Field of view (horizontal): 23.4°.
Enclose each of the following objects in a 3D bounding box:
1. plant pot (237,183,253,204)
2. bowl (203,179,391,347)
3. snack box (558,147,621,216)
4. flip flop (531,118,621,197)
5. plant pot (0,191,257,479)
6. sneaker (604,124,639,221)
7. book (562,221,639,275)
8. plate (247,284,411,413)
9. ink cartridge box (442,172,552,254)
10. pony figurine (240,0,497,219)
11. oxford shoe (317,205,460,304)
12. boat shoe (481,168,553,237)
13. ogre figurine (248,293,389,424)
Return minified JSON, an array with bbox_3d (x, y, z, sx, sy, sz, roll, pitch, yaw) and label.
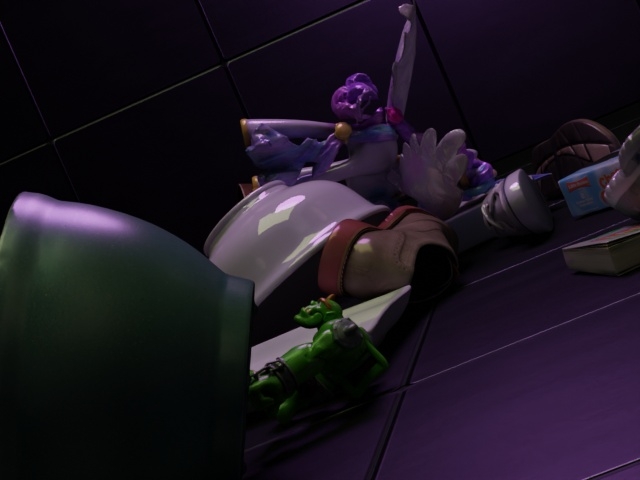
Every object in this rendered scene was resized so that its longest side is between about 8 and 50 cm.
[{"bbox_3d":[0.000,0.000,2.429,0.230,0.215,0.215,-9,2,-8],"label":"plant pot"},{"bbox_3d":[-0.058,0.017,2.020,0.298,0.134,0.298,-41,-13,-11],"label":"bowl"},{"bbox_3d":[0.485,-0.119,1.988,0.187,0.060,0.322,-26,4,-41],"label":"snack box"},{"bbox_3d":[0.400,-0.121,2.345,0.080,0.112,0.277,-9,-5,-12],"label":"flip flop"},{"bbox_3d":[-0.153,0.112,1.251,0.196,0.293,0.293,3,4,-1],"label":"plant pot"},{"bbox_3d":[0.364,-0.052,1.581,0.105,0.115,0.281,-45,-15,2],"label":"sneaker"},{"bbox_3d":[0.313,0.004,1.561,0.096,0.035,0.144,-20,2,-9],"label":"book"},{"bbox_3d":[-0.041,0.137,1.679,0.277,0.045,0.278,-22,3,15],"label":"plate"},{"bbox_3d":[0.188,-0.013,2.300,0.311,0.065,0.186,-28,6,-17],"label":"ink cartridge box"},{"bbox_3d":[0.077,-0.128,2.181,0.363,0.303,0.351,-9,-25,-1],"label":"pony figurine"},{"bbox_3d":[0.119,0.035,1.943,0.130,0.123,0.348,18,14,22],"label":"oxford shoe"},{"bbox_3d":[0.262,-0.037,2.088,0.084,0.095,0.258,-27,-8,11],"label":"boat shoe"},{"bbox_3d":[-0.006,0.118,1.438,0.118,0.097,0.197,-35,-29,1],"label":"ogre figurine"}]
